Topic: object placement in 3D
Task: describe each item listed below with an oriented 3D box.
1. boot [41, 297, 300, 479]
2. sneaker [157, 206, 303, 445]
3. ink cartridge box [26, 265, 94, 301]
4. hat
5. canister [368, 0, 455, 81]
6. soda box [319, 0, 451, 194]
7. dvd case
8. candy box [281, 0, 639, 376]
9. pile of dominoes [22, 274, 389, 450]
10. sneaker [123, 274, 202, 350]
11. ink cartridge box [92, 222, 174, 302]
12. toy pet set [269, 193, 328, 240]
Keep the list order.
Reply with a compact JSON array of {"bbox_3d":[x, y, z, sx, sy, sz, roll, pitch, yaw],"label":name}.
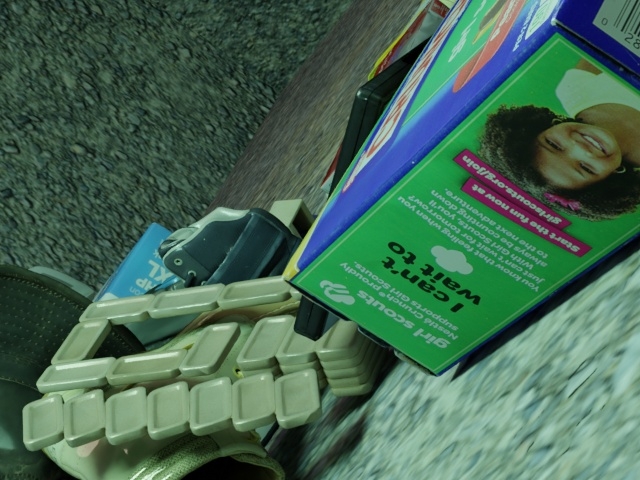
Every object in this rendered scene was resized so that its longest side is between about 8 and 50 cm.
[{"bbox_3d":[-0.058,0.126,1.331,0.262,0.095,0.203,-22,26,-18],"label":"boot"},{"bbox_3d":[-0.084,0.078,1.507,0.226,0.163,0.086,-55,8,10],"label":"sneaker"},{"bbox_3d":[-0.386,0.246,1.972,0.308,0.091,0.385,-34,-37,-63],"label":"ink cartridge box"},{"bbox_3d":[-0.277,0.179,1.450,0.331,0.331,0.134,-51,20,30],"label":"hat"},{"bbox_3d":[0.130,-0.219,1.850,0.170,0.073,0.126,-57,7,-29],"label":"canister"},{"bbox_3d":[0.082,-0.107,1.587,0.092,0.083,0.263,-50,8,31],"label":"soda box"},{"bbox_3d":[0.060,-0.056,1.267,0.253,0.022,0.180,-40,-30,-58],"label":"dvd case"},{"bbox_3d":[0.139,-0.101,1.000,0.268,0.122,0.317,-59,7,-33],"label":"candy box"},{"bbox_3d":[-0.082,0.094,1.290,0.251,0.040,0.196,-9,27,23],"label":"pile of dominoes"},{"bbox_3d":[-0.196,0.151,1.588,0.341,0.140,0.125,-30,3,1],"label":"sneaker"},{"bbox_3d":[-0.230,0.217,1.810,0.395,0.166,0.285,-60,7,-28],"label":"ink cartridge box"},{"bbox_3d":[0.000,0.000,1.840,0.114,0.065,0.122,-3,44,35],"label":"toy pet set"}]
